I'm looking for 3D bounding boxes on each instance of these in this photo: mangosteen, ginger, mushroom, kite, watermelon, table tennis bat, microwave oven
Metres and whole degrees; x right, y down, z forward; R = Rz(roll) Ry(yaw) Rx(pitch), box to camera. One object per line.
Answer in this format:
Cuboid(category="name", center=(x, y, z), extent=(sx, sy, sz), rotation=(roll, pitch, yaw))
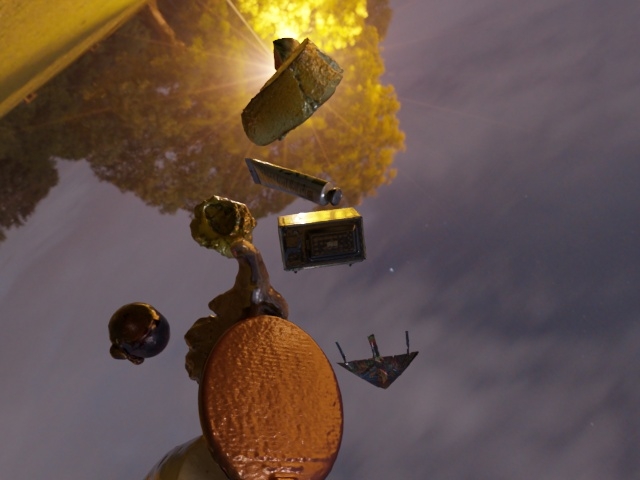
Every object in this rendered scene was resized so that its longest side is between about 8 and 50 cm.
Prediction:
Cuboid(category="mangosteen", center=(-0.444, 0.228, 1.283), extent=(0.152, 0.152, 0.153), rotation=(-30, -149, 20))
Cuboid(category="ginger", center=(-0.161, 0.169, 1.009), extent=(0.333, 0.166, 0.080), rotation=(-64, -157, 3))
Cuboid(category="mushroom", center=(-0.267, 0.459, 0.958), extent=(0.177, 0.126, 0.397), rotation=(-45, -179, -42))
Cuboid(category="kite", center=(0.126, 0.269, 1.156), extent=(0.182, 0.160, 0.010), rotation=(-11, -153, 10))
Cuboid(category="watermelon", center=(-0.084, -0.478, 1.428), extent=(0.094, 0.125, 0.135), rotation=(-16, -164, 38))
Cuboid(category="table tennis bat", center=(-0.068, 0.311, 0.848), extent=(0.051, 0.268, 0.415), rotation=(-42, -136, 42))
Cuboid(category="microwave oven", center=(0.000, 0.000, 1.319), extent=(0.204, 0.129, 0.163), rotation=(-7, -166, -3))

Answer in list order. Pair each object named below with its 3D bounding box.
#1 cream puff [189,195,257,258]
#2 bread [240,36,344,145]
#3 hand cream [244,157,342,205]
Cuboid(category="cream puff", center=(-0.375, -0.067, 2.076), extent=(0.185, 0.281, 0.282), rotation=(-55, -166, 43))
Cuboid(category="bread", center=(-0.070, -0.326, 1.199), extent=(0.257, 0.124, 0.186), rotation=(-44, -164, 14))
Cuboid(category="hand cream", center=(-0.071, -0.143, 1.310), extent=(0.271, 0.091, 0.058), rotation=(20, -120, 29))
